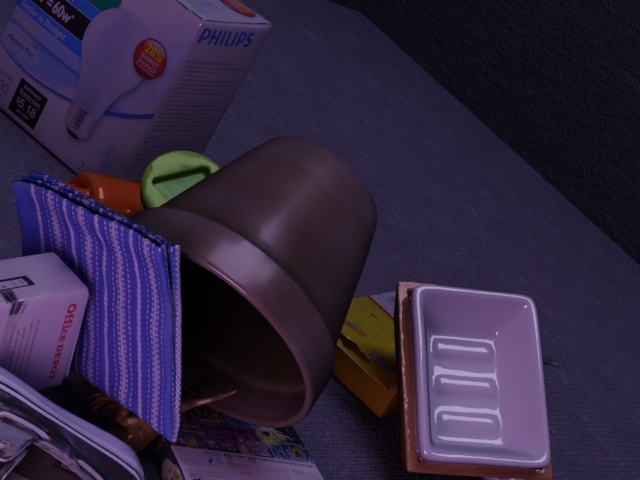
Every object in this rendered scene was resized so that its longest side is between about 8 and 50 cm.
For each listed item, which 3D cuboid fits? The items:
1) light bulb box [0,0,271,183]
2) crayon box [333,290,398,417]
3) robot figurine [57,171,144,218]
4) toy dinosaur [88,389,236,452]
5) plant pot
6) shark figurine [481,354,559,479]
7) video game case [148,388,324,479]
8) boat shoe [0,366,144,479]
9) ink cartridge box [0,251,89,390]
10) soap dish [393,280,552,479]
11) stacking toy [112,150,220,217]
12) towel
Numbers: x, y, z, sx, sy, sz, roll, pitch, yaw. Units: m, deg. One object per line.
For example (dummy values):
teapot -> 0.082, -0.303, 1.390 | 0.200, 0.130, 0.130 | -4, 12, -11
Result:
light bulb box -> -0.344, -0.320, 2.181 | 0.358, 0.361, 0.225 | 38, 22, 19
crayon box -> 0.100, 0.182, 2.048 | 0.202, 0.081, 0.318 | 42, 23, 25
robot figurine -> -0.312, -0.031, 1.909 | 0.219, 0.158, 0.128 | 12, 55, -40
toy dinosaur -> -0.218, 0.225, 1.529 | 0.112, 0.064, 0.211 | 36, 51, 29
plant pot -> -0.078, 0.024, 1.581 | 0.323, 0.323, 0.280 | 33, 58, 5
shark figurine -> 0.281, 0.297, 1.973 | 0.166, 0.278, 0.116 | 6, -24, 12
video game case -> -0.113, 0.275, 1.611 | 0.232, 0.042, 0.210 | 14, 26, -37
boat shoe -> -0.334, 0.220, 1.329 | 0.335, 0.121, 0.119 | 25, 18, -19
ink cartridge box -> -0.384, 0.106, 1.432 | 0.203, 0.148, 0.086 | -10, 41, -45
soap dish -> 0.218, 0.214, 1.858 | 0.229, 0.118, 0.291 | 7, 64, -17
stacking toy -> -0.200, 0.041, 1.793 | 0.309, 0.130, 0.279 | 37, 58, 1
towel -> -0.270, 0.070, 1.479 | 0.040, 0.243, 0.336 | -15, 25, -37
